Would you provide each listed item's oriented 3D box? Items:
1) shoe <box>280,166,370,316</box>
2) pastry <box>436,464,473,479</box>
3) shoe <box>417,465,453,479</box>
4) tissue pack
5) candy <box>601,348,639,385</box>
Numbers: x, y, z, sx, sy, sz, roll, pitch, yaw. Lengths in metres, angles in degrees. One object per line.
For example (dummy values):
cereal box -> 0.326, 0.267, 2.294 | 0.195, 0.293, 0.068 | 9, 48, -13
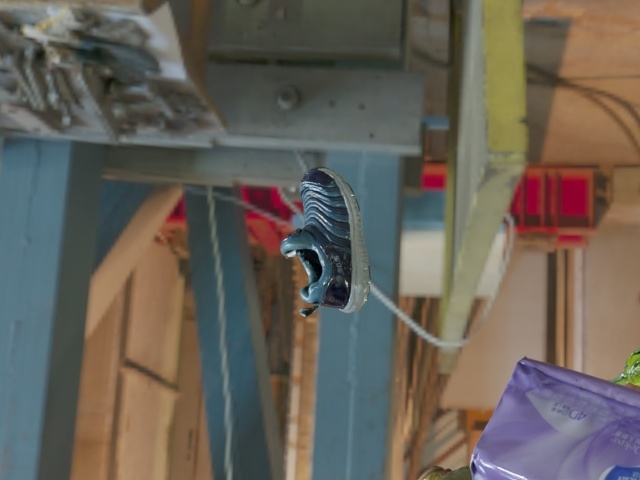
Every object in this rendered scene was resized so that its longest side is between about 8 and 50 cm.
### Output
shoe -> 0.000, 0.000, 1.493 | 0.106, 0.207, 0.091 | -2, 163, -22
pastry -> 0.177, 0.382, 1.390 | 0.093, 0.182, 0.192 | 22, 143, 40
shoe -> 0.189, 0.433, 1.859 | 0.109, 0.069, 0.072 | -32, 129, 10
tissue pack -> 0.336, 0.269, 1.063 | 0.338, 0.160, 0.242 | 17, 153, 36
candy -> 0.414, 0.217, 1.611 | 0.194, 0.058, 0.062 | -32, 156, 18
